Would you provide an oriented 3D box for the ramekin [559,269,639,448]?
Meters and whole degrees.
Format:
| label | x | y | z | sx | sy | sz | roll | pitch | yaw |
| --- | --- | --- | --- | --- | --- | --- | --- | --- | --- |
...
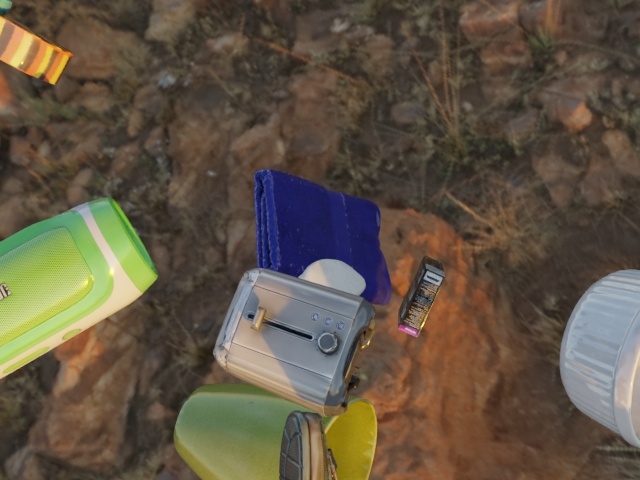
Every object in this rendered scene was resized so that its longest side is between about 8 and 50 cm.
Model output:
| label | x | y | z | sx | sy | sz | roll | pitch | yaw |
| --- | --- | --- | --- | --- | --- | --- | --- | --- | --- |
| ramekin | 0.375 | 0.131 | 1.028 | 0.109 | 0.207 | 0.207 | 20 | 76 | 49 |

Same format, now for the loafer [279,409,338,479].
| label | x | y | z | sx | sy | sz | roll | pitch | yaw |
| --- | --- | --- | --- | --- | --- | --- | --- | --- | --- |
| loafer | -0.004 | 0.349 | 1.127 | 0.096 | 0.084 | 0.267 | -173 | 84 | -68 |

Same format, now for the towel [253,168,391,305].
| label | x | y | z | sx | sy | sz | roll | pitch | yaw |
| --- | --- | --- | --- | --- | --- | --- | --- | --- | --- |
| towel | 0.000 | 0.000 | 1.681 | 0.076 | 0.308 | 0.228 | -30 | 56 | 39 |

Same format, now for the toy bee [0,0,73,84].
| label | x | y | z | sx | sy | sz | roll | pitch | yaw |
| --- | --- | --- | --- | --- | --- | --- | --- | --- | --- |
| toy bee | -0.495 | -0.297 | 1.183 | 0.162 | 0.298 | 0.195 | -103 | 22 | -80 |

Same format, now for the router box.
| label | x | y | z | sx | sy | sz | roll | pitch | yaw |
| --- | --- | --- | --- | --- | --- | --- | --- | --- | --- |
| router box | 0.203 | 0.109 | 1.768 | 0.046 | 0.179 | 0.133 | 25 | 99 | 2 |

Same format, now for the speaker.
| label | x | y | z | sx | sy | sz | roll | pitch | yaw |
| --- | --- | --- | --- | --- | --- | --- | --- | --- | --- |
| speaker | -0.336 | 0.070 | 0.971 | 0.296 | 0.131 | 0.131 | -30 | 46 | -6 |

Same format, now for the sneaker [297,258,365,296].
| label | x | y | z | sx | sy | sz | roll | pitch | yaw |
| --- | --- | --- | --- | --- | --- | --- | --- | --- | --- |
| sneaker | -0.021 | 0.095 | 1.361 | 0.080 | 0.212 | 0.094 | 50 | 131 | 22 |

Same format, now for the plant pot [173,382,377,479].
| label | x | y | z | sx | sy | sz | roll | pitch | yaw |
| --- | --- | --- | --- | --- | --- | --- | --- | --- | --- |
| plant pot | -0.096 | 0.356 | 1.495 | 0.293 | 0.275 | 0.275 | 15 | 72 | 26 |

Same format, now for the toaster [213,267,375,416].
| label | x | y | z | sx | sy | sz | roll | pitch | yaw |
| --- | --- | --- | --- | --- | --- | --- | --- | --- | --- |
| toaster | -0.024 | 0.111 | 0.958 | 0.146 | 0.227 | 0.129 | 20 | 79 | 8 |
